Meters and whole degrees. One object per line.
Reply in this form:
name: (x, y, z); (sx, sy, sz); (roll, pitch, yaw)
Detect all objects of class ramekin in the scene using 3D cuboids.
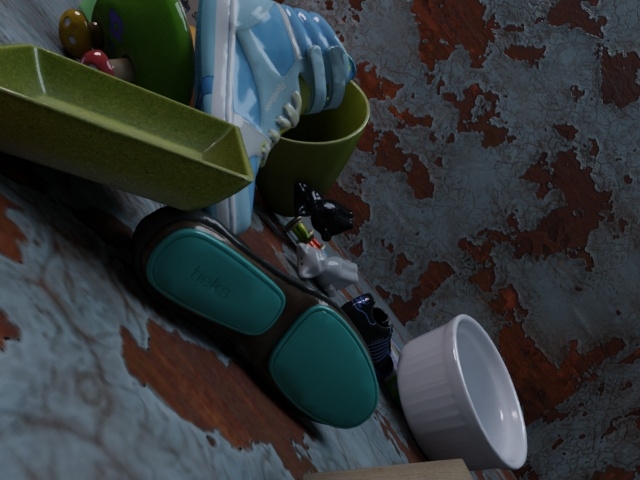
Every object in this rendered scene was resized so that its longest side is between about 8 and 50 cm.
ramekin: (0.262, 0.292, 0.907); (0.277, 0.135, 0.277); (39, 36, -36)

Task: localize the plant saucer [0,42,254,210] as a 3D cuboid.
plant saucer: (-0.151, -0.082, 0.356); (0.188, 0.045, 0.188); (19, 18, -20)

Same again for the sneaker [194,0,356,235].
sneaker: (-0.050, -0.157, 0.603); (0.127, 0.208, 0.320); (172, -82, -68)

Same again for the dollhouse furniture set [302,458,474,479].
dollhouse furniture set: (0.056, 0.260, 0.312); (0.144, 0.123, 0.152); (-107, -166, -76)

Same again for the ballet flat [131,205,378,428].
ballet flat: (-0.045, 0.063, 0.426); (0.280, 0.095, 0.096); (50, -7, -31)

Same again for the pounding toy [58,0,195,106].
pounding toy: (-0.245, -0.248, 0.558); (0.182, 0.110, 0.237); (20, -58, 39)

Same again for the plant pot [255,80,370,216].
plant pot: (-0.054, -0.199, 1.092); (0.275, 0.274, 0.294); (55, -28, 28)

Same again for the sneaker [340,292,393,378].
sneaker: (0.106, 0.186, 0.917); (0.232, 0.090, 0.081); (52, 5, -44)

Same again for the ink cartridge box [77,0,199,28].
ink cartridge box: (-0.275, -0.402, 0.841); (0.093, 0.212, 0.154); (54, 5, 16)

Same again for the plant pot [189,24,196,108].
plant pot: (-0.181, -0.230, 0.749); (0.187, 0.205, 0.205); (36, 7, -6)

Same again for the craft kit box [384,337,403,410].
craft kit box: (0.213, 0.342, 1.080); (0.250, 0.061, 0.247); (51, 2, -19)

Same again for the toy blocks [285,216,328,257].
toy blocks: (-0.024, 0.012, 1.200); (0.148, 0.054, 0.123); (52, 4, -11)

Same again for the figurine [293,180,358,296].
figurine: (0.000, 0.000, 1.029); (0.209, 0.092, 0.215); (31, 51, -61)
